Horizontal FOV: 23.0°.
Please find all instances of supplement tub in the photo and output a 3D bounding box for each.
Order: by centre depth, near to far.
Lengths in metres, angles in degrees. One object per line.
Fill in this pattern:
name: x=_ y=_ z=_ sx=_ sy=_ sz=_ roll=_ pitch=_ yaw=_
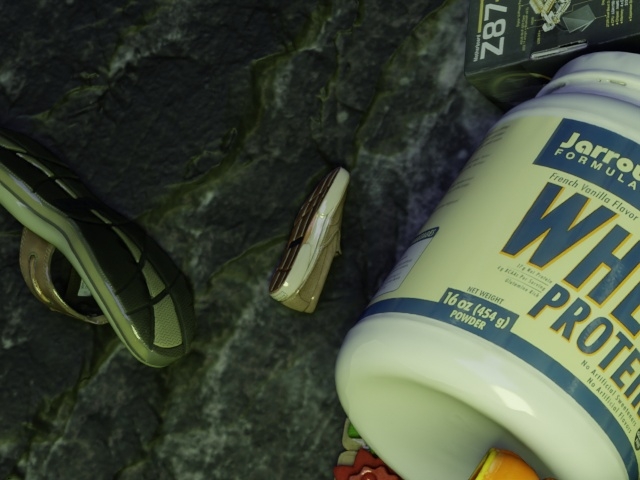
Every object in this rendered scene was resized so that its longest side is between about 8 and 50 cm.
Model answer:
supplement tub: x=0.184 y=0.039 z=1.189 sx=0.235 sy=0.235 sz=0.325 roll=25 pitch=62 yaw=21

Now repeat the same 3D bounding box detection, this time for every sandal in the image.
sandal: x=-0.220 y=0.011 z=1.388 sx=0.303 sy=0.120 sz=0.086 roll=43 pitch=108 yaw=26

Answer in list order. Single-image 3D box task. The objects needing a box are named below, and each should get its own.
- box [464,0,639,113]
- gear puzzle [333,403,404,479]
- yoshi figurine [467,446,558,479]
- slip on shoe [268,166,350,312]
box: x=0.289 y=-0.324 z=1.355 sx=0.318 sy=0.097 sz=0.395 roll=-10 pitch=62 yaw=34
gear puzzle: x=0.095 y=0.168 z=1.273 sx=0.175 sy=0.044 sz=0.339 roll=6 pitch=68 yaw=14
yoshi figurine: x=0.225 y=0.288 z=0.998 sx=0.362 sy=0.203 sz=0.204 roll=30 pitch=118 yaw=6
slip on shoe: x=0.000 y=0.000 z=1.372 sx=0.041 sy=0.051 sz=0.135 roll=32 pitch=62 yaw=-18
